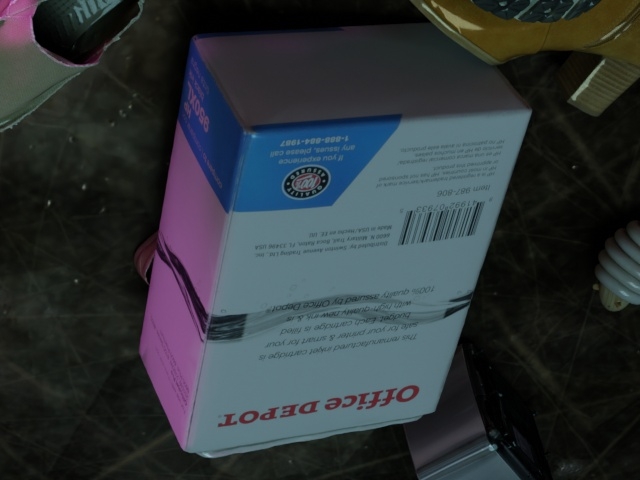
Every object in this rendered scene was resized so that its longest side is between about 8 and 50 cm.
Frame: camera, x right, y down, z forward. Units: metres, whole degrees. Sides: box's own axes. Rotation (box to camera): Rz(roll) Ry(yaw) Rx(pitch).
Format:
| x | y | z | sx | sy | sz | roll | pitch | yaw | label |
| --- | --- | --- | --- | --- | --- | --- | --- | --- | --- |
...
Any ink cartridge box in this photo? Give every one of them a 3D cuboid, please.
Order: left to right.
| x | y | z | sx | sy | sz | roll | pitch | yaw | label |
| --- | --- | --- | --- | --- | --- | --- | --- | --- | --- |
| 0.000 | 0.000 | 1.637 | 0.285 | 0.166 | 0.395 | -6 | 131 | -25 | ink cartridge box |

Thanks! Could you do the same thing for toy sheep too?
| x | y | z | sx | sy | sz | roll | pitch | yaw | label |
| --- | --- | --- | --- | --- | --- | --- | --- | --- | --- |
| 0.343 | 0.021 | 1.814 | 0.091 | 0.091 | 0.132 | 22 | 108 | -27 | toy sheep |

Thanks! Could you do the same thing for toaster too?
| x | y | z | sx | sy | sz | roll | pitch | yaw | label |
| --- | --- | --- | --- | --- | --- | --- | --- | --- | --- |
| 0.175 | 0.223 | 1.889 | 0.110 | 0.168 | 0.185 | -30 | 129 | 15 | toaster |

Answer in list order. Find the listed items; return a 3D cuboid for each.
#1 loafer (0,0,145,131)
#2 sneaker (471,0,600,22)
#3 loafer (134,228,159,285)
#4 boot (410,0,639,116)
| x | y | z | sx | sy | sz | roll | pitch | yaw | label |
| --- | --- | --- | --- | --- | --- | --- | --- | --- | --- |
| -0.252 | -0.182 | 1.517 | 0.102 | 0.092 | 0.268 | 33 | 116 | -32 | loafer |
| 0.121 | -0.302 | 1.442 | 0.330 | 0.147 | 0.130 | 23 | 137 | -15 | sneaker |
| -0.133 | -0.004 | 1.717 | 0.056 | 0.050 | 0.148 | 26 | 120 | -29 | loafer |
| 0.227 | -0.252 | 1.563 | 0.295 | 0.104 | 0.211 | 23 | 115 | -31 | boot |
